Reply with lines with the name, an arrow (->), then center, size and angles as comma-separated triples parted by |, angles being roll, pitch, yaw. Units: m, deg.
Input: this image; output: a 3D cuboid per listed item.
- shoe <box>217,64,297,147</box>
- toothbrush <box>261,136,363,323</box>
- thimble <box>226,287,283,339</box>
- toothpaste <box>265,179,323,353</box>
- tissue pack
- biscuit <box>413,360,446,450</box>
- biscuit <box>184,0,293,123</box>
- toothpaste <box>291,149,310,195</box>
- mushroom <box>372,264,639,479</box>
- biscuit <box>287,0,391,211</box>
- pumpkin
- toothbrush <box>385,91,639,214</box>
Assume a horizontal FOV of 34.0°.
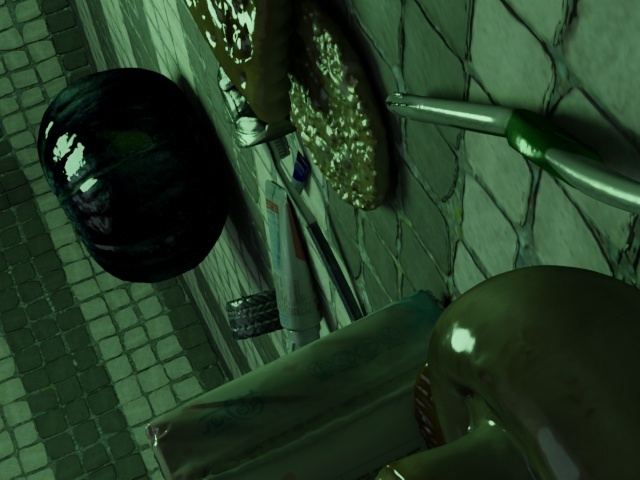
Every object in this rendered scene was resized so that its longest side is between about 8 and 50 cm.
shoe -> -0.073, -0.163, 1.096 | 0.169, 0.071, 0.099 | -128, 21, -60
toothbrush -> 0.000, 0.000, 1.162 | 0.288, 0.026, 0.024 | 65, 173, -10
thimble -> -0.082, 0.106, 1.531 | 0.095, 0.104, 0.066 | 159, 95, -74
toothpaste -> -0.039, 0.039, 1.365 | 0.089, 0.057, 0.234 | -147, 42, -66
tissue pack -> 0.011, 0.183, 0.882 | 0.124, 0.271, 0.201 | 49, 159, 50
biscuit -> 0.141, 0.152, 0.736 | 0.188, 0.027, 0.187 | 34, 143, 31
biscuit -> -0.077, -0.272, 0.865 | 0.217, 0.044, 0.324 | 57, 156, 34
toothpaste -> -0.023, -0.074, 1.171 | 0.024, 0.015, 0.083 | 56, 160, 15
mushroom -> 0.109, 0.118, 0.522 | 0.204, 0.204, 0.204 | 61, 167, 25
biscuit -> 0.003, -0.125, 0.916 | 0.219, 0.033, 0.219 | 59, 165, 26
pumpkin -> -0.305, -0.106, 1.730 | 0.363, 0.266, 0.363 | 56, 164, 25
toothbrush -> 0.116, -0.048, 0.551 | 0.040, 0.042, 0.418 | -71, 20, 5
